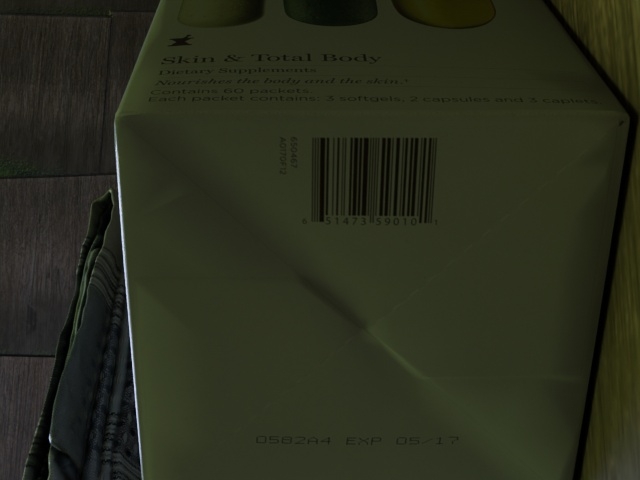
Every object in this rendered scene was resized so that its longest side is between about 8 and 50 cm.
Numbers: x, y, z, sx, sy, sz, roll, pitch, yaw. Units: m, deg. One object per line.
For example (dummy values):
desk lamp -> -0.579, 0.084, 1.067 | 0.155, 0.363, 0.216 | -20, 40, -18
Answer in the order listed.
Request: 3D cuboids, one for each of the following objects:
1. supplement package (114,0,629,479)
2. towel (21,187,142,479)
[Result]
supplement package -> 0.015, -0.026, 0.556 | 0.262, 0.199, 0.198 | -93, 3, -61
towel -> -0.097, 0.157, 0.873 | 0.324, 0.056, 0.312 | 46, -145, -40
